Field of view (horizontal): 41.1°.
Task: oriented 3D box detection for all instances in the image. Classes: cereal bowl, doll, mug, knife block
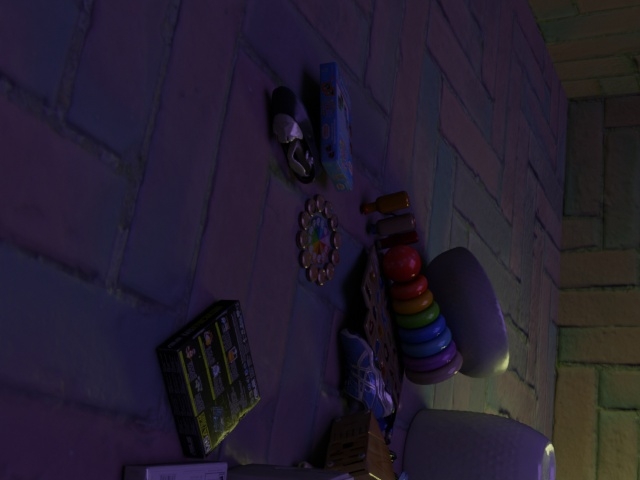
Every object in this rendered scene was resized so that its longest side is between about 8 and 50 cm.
[{"bbox_3d":[0.342,0.194,2.159,0.339,0.141,0.339,163,-90,-82],"label":"cereal bowl"},{"bbox_3d":[0.144,0.392,1.947,0.189,0.046,0.129,-5,94,-62],"label":"doll"},{"bbox_3d":[0.400,0.614,2.124,0.276,0.328,0.374,47,48,-52],"label":"mug"},{"bbox_3d":[0.100,0.482,1.736,0.275,0.088,0.242,-72,142,-70],"label":"knife block"}]

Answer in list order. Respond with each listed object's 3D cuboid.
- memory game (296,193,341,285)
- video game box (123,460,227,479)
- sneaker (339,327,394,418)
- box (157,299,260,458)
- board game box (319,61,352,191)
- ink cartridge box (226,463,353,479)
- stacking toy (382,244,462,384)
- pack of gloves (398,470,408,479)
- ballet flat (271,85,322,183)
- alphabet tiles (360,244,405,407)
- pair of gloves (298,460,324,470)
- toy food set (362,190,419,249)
[{"bbox_3d":[0.000,0.000,1.728,0.186,0.012,0.186,8,81,-63],"label":"memory game"},{"bbox_3d":[-0.215,0.420,1.246,0.205,0.048,0.187,24,66,-60],"label":"video game box"},{"bbox_3d":[0.084,0.286,1.799,0.081,0.080,0.211,-24,94,-16],"label":"sneaker"},{"bbox_3d":[-0.170,0.215,1.350,0.184,0.045,0.190,-39,123,-55],"label":"box"},{"bbox_3d":[0.033,-0.225,1.714,0.160,0.039,0.211,55,32,-68],"label":"board game box"},{"bbox_3d":[-0.064,0.511,1.359,0.117,0.207,0.283,18,72,-63],"label":"ink cartridge box"},{"bbox_3d":[0.222,0.165,1.986,0.141,0.141,0.330,-46,122,-54],"label":"stacking toy"},{"bbox_3d":[0.139,0.645,1.949,0.232,0.046,0.195,-28,124,-57],"label":"pack of gloves"},{"bbox_3d":[-0.047,-0.188,1.588,0.074,0.074,0.203,-65,145,-42],"label":"ballet flat"},{"bbox_3d":[0.146,0.196,1.939,0.285,0.011,0.342,-71,149,-56],"label":"alphabet tiles"},{"bbox_3d":[-0.010,0.556,1.645,0.204,0.042,0.240,32,58,-54],"label":"pair of gloves"},{"bbox_3d":[0.169,-0.038,2.006,0.232,0.105,0.111,41,37,-78],"label":"toy food set"}]
